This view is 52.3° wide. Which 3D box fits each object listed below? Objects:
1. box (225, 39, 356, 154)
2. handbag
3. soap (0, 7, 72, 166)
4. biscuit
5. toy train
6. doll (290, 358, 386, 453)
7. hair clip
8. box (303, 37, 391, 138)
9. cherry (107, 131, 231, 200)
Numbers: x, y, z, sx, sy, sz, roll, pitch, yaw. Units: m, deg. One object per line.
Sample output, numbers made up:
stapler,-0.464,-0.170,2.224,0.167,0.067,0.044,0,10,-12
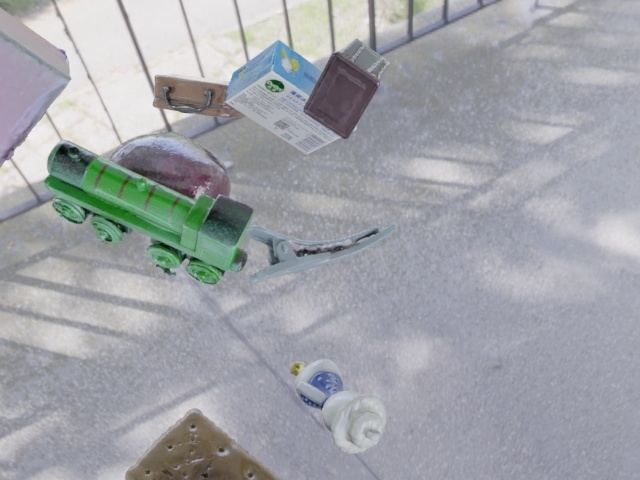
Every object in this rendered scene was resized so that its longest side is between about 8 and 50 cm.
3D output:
box,-0.047,-0.244,1.139,0.139,0.194,0.073,-19,52,45
handbag,-0.247,-0.302,1.363,0.193,0.072,0.151,12,16,9
soap,-0.394,-0.172,0.598,0.181,0.259,0.081,-46,40,13
biscuit,-0.222,0.513,1.352,0.325,0.044,0.217,36,56,17
toy train,-0.196,-0.035,0.741,0.251,0.119,0.085,25,60,-3
doll,0.031,0.316,1.271,0.293,0.138,0.119,25,90,58
hair clip,0.001,0.000,0.458,0.115,0.030,0.039,-12,85,-30
box,0.032,-0.164,0.695,0.060,0.085,0.063,35,46,2
cherry,-0.212,-0.079,0.921,0.176,0.140,0.176,15,15,-4
